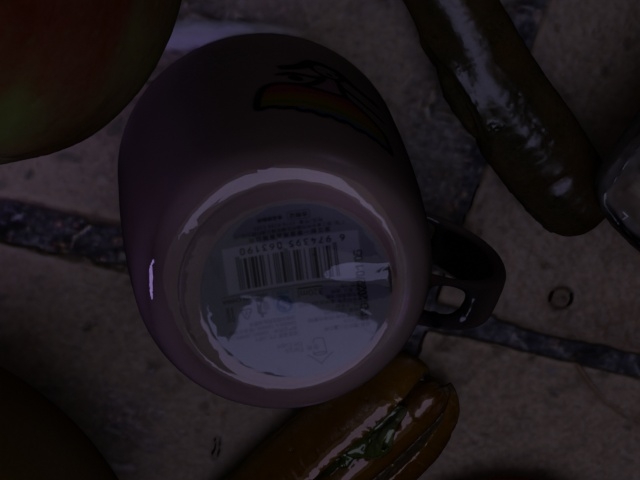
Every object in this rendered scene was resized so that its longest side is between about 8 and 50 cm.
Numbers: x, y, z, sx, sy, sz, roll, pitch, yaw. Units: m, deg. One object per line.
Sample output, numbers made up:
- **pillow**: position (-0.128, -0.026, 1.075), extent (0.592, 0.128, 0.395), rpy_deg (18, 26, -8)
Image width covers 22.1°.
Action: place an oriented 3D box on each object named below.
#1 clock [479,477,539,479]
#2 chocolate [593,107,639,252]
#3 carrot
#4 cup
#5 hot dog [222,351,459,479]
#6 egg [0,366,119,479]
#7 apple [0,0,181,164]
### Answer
- **clock**: position (0.135, 0.268, 1.221), extent (0.205, 0.051, 0.205), rpy_deg (-2, 112, -5)
- **chocolate**: position (0.307, -0.106, 1.062), extent (0.185, 0.100, 0.303), rpy_deg (32, 97, -18)
- **carrot**: position (0.086, -0.143, 1.045), extent (0.070, 0.070, 0.342), rpy_deg (-32, 109, 6)
- **cup**: position (0.000, 0.000, 1.017), extent (0.253, 0.200, 0.191), rpy_deg (19, 108, -14)
- **hot dog**: position (-0.004, 0.180, 1.160), extent (0.249, 0.068, 0.100), rpy_deg (-43, 109, 10)
- **egg**: position (-0.254, 0.196, 1.038), extent (0.322, 0.250, 0.250), rpy_deg (33, 105, -25)
- **apple**: position (-0.228, -0.175, 0.863), extent (0.319, 0.319, 0.277), rpy_deg (-2, 90, -6)
